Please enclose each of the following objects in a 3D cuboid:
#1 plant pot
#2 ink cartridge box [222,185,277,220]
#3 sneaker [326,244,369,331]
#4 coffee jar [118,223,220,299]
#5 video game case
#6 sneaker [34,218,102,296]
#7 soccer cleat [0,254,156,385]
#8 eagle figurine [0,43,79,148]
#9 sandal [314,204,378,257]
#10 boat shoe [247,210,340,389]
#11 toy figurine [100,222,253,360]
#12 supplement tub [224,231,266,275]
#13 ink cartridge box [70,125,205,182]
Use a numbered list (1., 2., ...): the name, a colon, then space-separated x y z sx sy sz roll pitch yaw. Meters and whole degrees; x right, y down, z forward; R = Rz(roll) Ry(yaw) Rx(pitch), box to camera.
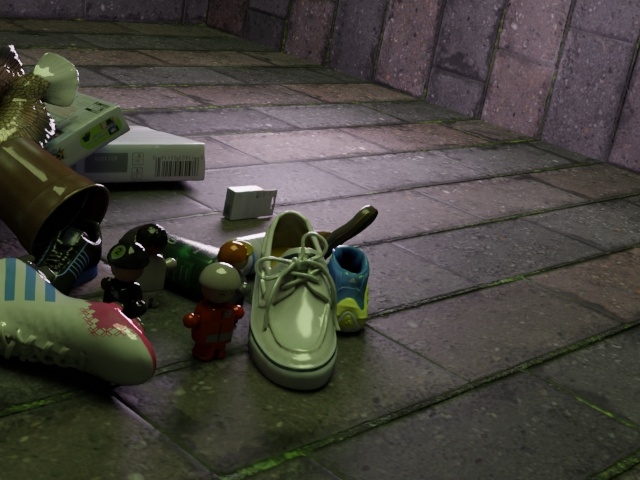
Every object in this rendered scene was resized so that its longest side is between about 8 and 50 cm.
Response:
1. plant pot: -0.463 -0.072 1.668 0.165 0.167 0.167 39 27 14
2. ink cartridge box: -0.143 -0.079 2.092 0.115 0.062 0.029 -8 28 -43
3. sneaker: 0.046 0.055 1.712 0.091 0.126 0.240 7 20 -11
4. coffee jar: -0.241 0.033 1.693 0.184 0.079 0.096 17 20 20
5. video game case: -0.536 -0.198 2.003 0.244 0.061 0.269 -35 31 -22
6. sneaker: -0.403 0.035 1.580 0.081 0.090 0.232 13 19 5
7. soccer cleat: -0.360 0.126 1.349 0.331 0.116 0.143 23 40 35
8. eagle figurine: -0.578 -0.240 1.823 0.226 0.225 0.298 19 11 -6
9. sandal: 0.000 0.000 1.763 0.060 0.219 0.090 53 14 5
10. boat shoe: -0.034 0.061 1.541 0.136 0.156 0.367 5 30 -5
11. toy figurine: -0.209 0.063 1.515 0.213 0.148 0.209 11 19 3
12. supplement tub: -0.115 0.023 1.802 0.071 0.071 0.107 25 23 37
13. ink cartridge box: -0.481 -0.197 2.261 0.308 0.091 0.385 -5 13 -37
